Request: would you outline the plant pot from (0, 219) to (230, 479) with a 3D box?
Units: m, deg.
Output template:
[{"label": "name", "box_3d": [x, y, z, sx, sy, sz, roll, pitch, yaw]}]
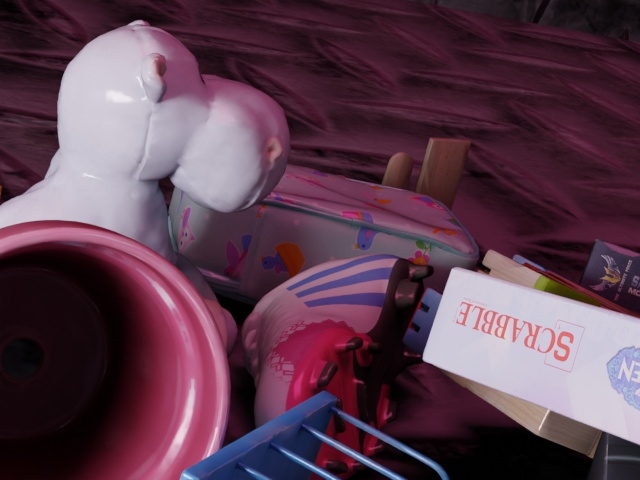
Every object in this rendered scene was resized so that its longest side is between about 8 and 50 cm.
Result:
[{"label": "plant pot", "box_3d": [-0.174, 0.082, 0.988, 0.201, 0.201, 0.180, 9, 4, -21]}]

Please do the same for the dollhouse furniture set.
[{"label": "dollhouse furniture set", "box_3d": [0.046, -0.078, 1.720, 0.144, 0.123, 0.151, 0, 24, -41]}]

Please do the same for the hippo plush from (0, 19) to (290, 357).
[{"label": "hippo plush", "box_3d": [-0.157, -0.046, 1.196, 0.294, 0.237, 0.234, 23, 5, -22]}]

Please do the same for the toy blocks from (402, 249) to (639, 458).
[{"label": "toy blocks", "box_3d": [0.220, 0.101, 1.219, 0.381, 0.191, 0.261, 23, 4, -30]}]

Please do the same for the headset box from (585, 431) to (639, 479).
[{"label": "headset box", "box_3d": [0.263, 0.241, 0.943, 0.283, 0.131, 0.246, 17, 18, 5]}]

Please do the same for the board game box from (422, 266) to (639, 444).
[{"label": "board game box", "box_3d": [0.275, 0.107, 0.907, 0.318, 0.066, 0.318, 18, -1, -32]}]

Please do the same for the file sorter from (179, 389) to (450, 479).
[{"label": "file sorter", "box_3d": [-0.011, 0.180, 0.922, 0.104, 0.118, 0.170, 26, 20, 21]}]

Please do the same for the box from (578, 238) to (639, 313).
[{"label": "box", "box_3d": [0.319, 0.081, 1.419, 0.183, 0.059, 0.233, 19, -12, 14]}]

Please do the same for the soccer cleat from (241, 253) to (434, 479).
[{"label": "soccer cleat", "box_3d": [-0.010, 0.098, 1.220, 0.143, 0.116, 0.331, -3, 15, 19]}]

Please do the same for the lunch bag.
[{"label": "lunch bag", "box_3d": [0.000, 0.000, 1.476, 0.279, 0.108, 0.224, 13, 12, -14]}]
